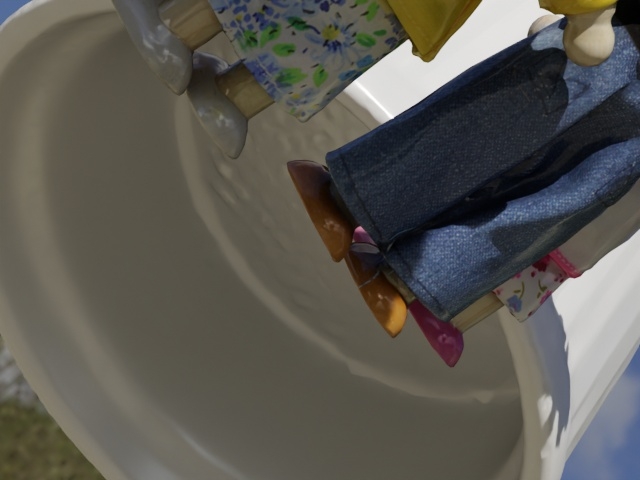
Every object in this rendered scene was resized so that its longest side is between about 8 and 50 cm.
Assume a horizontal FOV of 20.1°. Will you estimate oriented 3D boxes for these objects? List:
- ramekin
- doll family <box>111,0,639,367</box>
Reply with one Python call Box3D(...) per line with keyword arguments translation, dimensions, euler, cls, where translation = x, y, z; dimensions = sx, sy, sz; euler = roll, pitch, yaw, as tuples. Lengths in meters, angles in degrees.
Box3D(translation=(0.000, 0.000, 0.720), dimensions=(0.277, 0.135, 0.277), euler=(22, -48, 27), cls="ramekin")
Box3D(translation=(0.057, -0.058, 0.456), dimensions=(0.263, 0.163, 0.118), euler=(49, 10, -36), cls="doll family")
